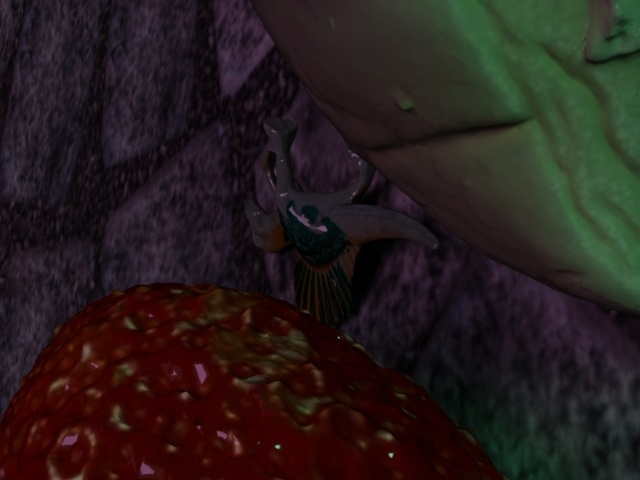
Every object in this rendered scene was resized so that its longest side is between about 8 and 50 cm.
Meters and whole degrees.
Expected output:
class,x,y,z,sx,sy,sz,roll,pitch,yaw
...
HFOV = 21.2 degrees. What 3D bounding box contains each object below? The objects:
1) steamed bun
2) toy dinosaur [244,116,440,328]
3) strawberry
class,x,y,z,sx,sy,sz,roll,pitch,yaw
steamed bun,0.083,-0.181,0.609,0.247,0.236,0.383,47,121,56
toy dinosaur,0.004,0.000,0.898,0.187,0.044,0.106,41,131,42
strawberry,-0.050,0.142,0.732,0.277,0.257,0.257,52,126,39
